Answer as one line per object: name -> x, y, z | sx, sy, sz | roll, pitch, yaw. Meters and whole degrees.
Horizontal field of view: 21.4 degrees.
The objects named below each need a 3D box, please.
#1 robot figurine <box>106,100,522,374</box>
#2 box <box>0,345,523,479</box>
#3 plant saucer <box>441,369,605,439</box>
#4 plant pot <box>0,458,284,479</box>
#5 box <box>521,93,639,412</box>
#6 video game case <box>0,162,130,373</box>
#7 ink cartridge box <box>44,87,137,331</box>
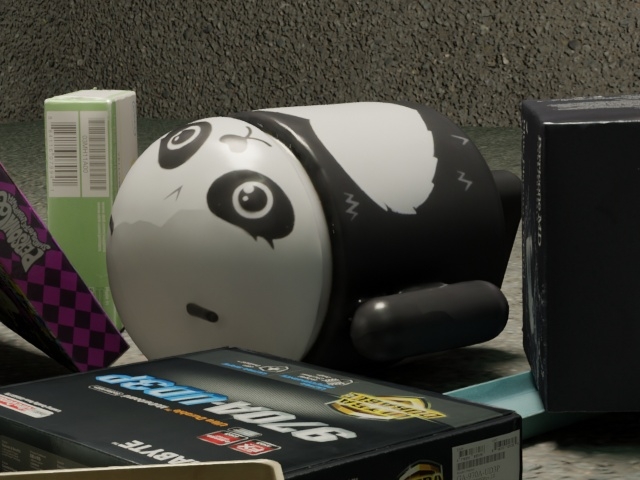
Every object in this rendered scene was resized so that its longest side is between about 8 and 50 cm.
robot figurine -> 0.002, -0.001, 1.044 | 0.278, 0.174, 0.209 | -8, -8, -41
box -> -0.044, 0.099, 0.784 | 0.175, 0.051, 0.220 | -8, 11, -39
plant saucer -> 0.126, 0.089, 0.950 | 0.067, 0.018, 0.192 | 6, 10, 44
plant pot -> -0.060, 0.122, 0.460 | 0.109, 0.096, 0.109 | -2, 7, -6
box -> 0.161, 0.002, 0.939 | 0.093, 0.156, 0.158 | -1, 9, 2
video game case -> -0.237, -0.031, 1.078 | 0.042, 0.232, 0.210 | -42, 35, -17
ink cartridge box -> -0.165, -0.031, 1.304 | 0.056, 0.171, 0.235 | 0, 8, 4
